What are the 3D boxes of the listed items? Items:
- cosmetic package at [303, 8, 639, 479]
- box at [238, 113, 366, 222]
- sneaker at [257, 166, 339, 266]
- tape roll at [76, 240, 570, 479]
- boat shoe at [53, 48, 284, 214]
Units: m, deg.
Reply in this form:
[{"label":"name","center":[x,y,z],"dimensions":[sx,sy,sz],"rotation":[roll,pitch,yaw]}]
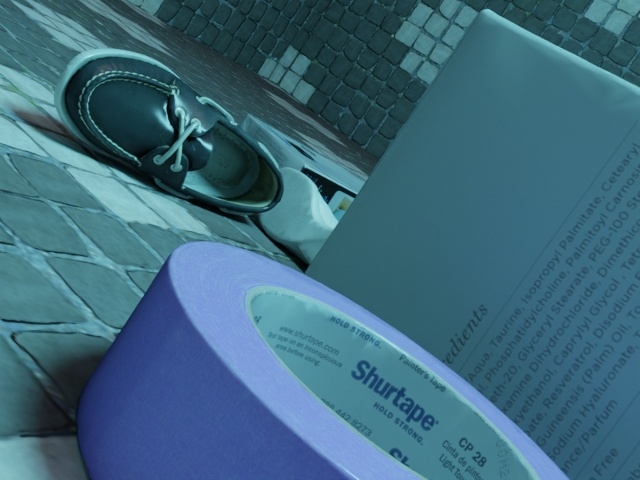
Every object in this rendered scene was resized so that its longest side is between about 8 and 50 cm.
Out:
[{"label":"cosmetic package","center":[0.256,0.066,0.807],"dimensions":[0.329,0.327,0.393],"rotation":[23,14,-49]},{"label":"box","center":[0.010,-0.056,1.292],"dimensions":[0.290,0.087,0.169],"rotation":[26,13,-43]},{"label":"sneaker","center":[0.000,0.000,1.072],"dimensions":[0.212,0.080,0.094],"rotation":[51,6,39]},{"label":"tape roll","center":[0.016,0.114,0.478],"dimensions":[0.274,0.090,0.275],"rotation":[33,10,-6]},{"label":"boat shoe","center":[-0.141,-0.106,0.951],"dimensions":[0.091,0.114,0.302],"rotation":[34,8,33]}]
